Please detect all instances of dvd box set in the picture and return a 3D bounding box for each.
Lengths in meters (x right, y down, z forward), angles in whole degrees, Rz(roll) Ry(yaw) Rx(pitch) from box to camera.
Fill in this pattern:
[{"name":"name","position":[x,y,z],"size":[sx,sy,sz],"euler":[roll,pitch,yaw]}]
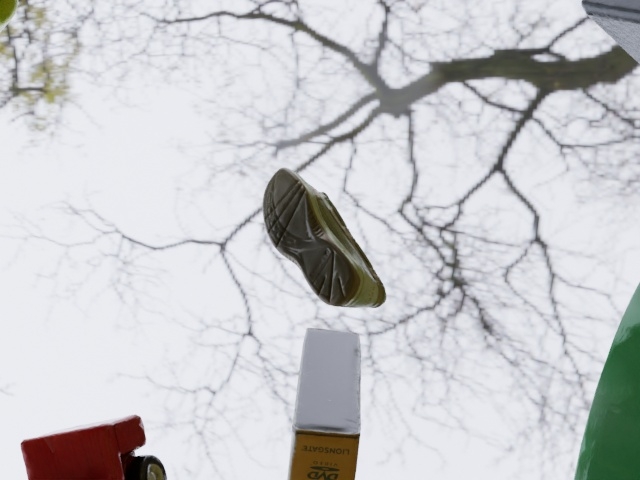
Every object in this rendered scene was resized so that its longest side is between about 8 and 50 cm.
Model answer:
[{"name":"dvd box set","position":[-0.012,0.325,1.153],"size":[0.062,0.307,0.420],"euler":[6,-79,1]}]

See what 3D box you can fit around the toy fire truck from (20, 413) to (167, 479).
[{"name":"toy fire truck","position":[-0.105,0.121,0.446],"size":[0.135,0.047,0.192],"euler":[-9,-94,-67]}]

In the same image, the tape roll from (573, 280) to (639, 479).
[{"name":"tape roll","position":[0.246,0.132,0.693],"size":[0.321,0.077,0.321],"euler":[-17,-68,-49]}]

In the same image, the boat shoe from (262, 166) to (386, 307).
[{"name":"boat shoe","position":[0.001,-0.001,0.989],"size":[0.048,0.153,0.056],"euler":[15,-63,-43]}]

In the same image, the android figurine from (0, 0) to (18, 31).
[{"name":"android figurine","position":[-0.347,-0.188,0.879],"size":[0.248,0.273,0.056],"euler":[12,-115,-31]}]

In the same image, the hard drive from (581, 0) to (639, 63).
[{"name":"hard drive","position":[0.214,-0.102,0.662],"size":[0.094,0.135,0.022],"euler":[33,-91,-30]}]
